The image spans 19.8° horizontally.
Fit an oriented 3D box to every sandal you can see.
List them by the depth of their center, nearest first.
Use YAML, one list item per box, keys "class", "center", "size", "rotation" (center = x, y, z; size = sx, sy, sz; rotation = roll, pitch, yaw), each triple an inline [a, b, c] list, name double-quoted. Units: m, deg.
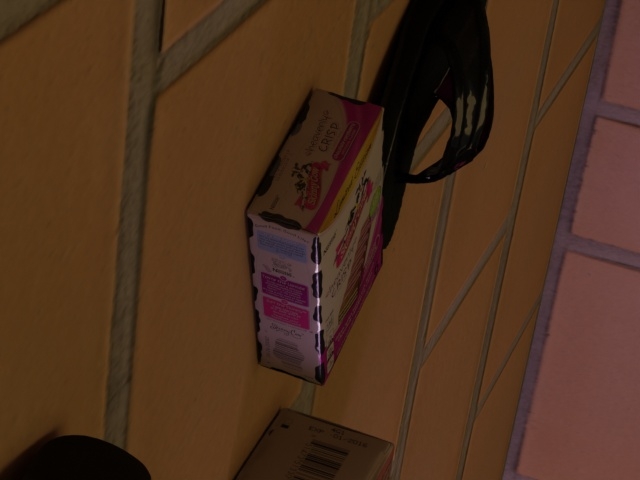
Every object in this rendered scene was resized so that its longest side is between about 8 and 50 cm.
- class: "sandal"
  center: [0.146, -0.195, 1.924]
  size: [0.167, 0.107, 0.446]
  rotation: [66, 43, -68]

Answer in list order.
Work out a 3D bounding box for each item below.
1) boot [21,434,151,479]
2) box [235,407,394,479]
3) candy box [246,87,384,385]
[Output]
- class: "boot"
  center: [-0.196, 0.234, 1.152]
  size: [0.115, 0.112, 0.305]
  rotation: [-67, 171, 20]
- class: "box"
  center: [-0.017, 0.313, 1.844]
  size: [0.148, 0.126, 0.232]
  rotation: [-55, 156, -52]
- class: "candy box"
  center: [0.000, 0.000, 1.670]
  size: [0.233, 0.071, 0.159]
  rotation: [87, 25, -52]
